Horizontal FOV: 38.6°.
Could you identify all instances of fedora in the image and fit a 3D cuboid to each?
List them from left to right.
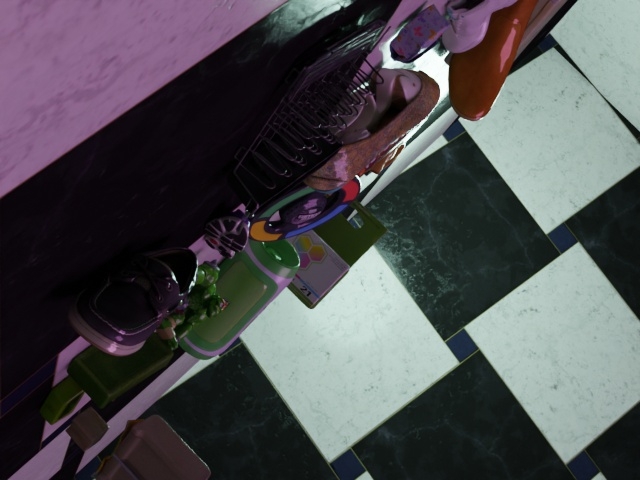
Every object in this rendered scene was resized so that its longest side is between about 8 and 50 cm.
[{"bbox_3d":[0.129,-0.203,2.032,0.194,0.079,0.194,-44,176,-4],"label":"fedora"}]

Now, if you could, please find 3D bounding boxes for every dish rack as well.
[{"bbox_3d":[-0.004,-0.164,1.177,0.208,0.074,0.271,-41,175,-44],"label":"dish rack"}]

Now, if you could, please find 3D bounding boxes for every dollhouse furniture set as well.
[{"bbox_3d":[-0.290,0.312,1.516,0.151,0.301,0.197,-35,168,-50],"label":"dollhouse furniture set"}]

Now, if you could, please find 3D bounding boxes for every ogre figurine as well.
[{"bbox_3d":[-0.225,0.102,1.542,0.118,0.097,0.197,-33,132,-43],"label":"ogre figurine"}]

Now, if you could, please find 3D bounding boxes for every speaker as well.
[{"bbox_3d":[-0.175,0.113,1.876,0.296,0.131,0.131,-46,175,23],"label":"speaker"}]

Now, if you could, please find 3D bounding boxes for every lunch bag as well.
[{"bbox_3d":[0.147,-0.306,1.379,0.071,0.053,0.083,-41,-176,-22],"label":"lunch bag"}]

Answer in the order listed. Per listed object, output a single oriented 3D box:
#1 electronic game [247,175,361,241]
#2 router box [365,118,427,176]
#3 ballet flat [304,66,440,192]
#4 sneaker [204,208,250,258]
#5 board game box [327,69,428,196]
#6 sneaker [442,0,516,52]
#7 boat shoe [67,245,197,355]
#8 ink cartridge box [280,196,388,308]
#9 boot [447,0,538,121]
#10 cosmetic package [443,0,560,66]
[{"bbox_3d":[-0.031,-0.060,1.657,0.229,0.048,0.229,-22,162,-8],"label":"electronic game"},{"bbox_3d":[0.178,-0.248,2.282,0.179,0.046,0.133,-47,175,31],"label":"router box"},{"bbox_3d":[0.087,-0.209,1.463,0.348,0.123,0.123,-44,176,-34],"label":"ballet flat"},{"bbox_3d":[-0.141,-0.024,1.438,0.071,0.068,0.170,-59,-172,-15],"label":"sneaker"},{"bbox_3d":[0.112,-0.210,1.817,0.281,0.027,0.145,-42,155,-25],"label":"board game box"},{"bbox_3d":[0.243,-0.382,1.529,0.094,0.080,0.212,-19,168,-27],"label":"sneaker"},{"bbox_3d":[-0.224,0.061,1.143,0.092,0.103,0.285,-51,178,13],"label":"boat shoe"},{"bbox_3d":[0.000,0.000,2.048,0.255,0.189,0.097,-46,174,-2],"label":"ink cartridge box"},{"bbox_3d":[0.317,-0.374,1.599,0.211,0.104,0.295,126,-17,-69],"label":"boot"},{"bbox_3d":[0.401,-0.461,1.893,0.160,0.113,0.309,-42,174,-31],"label":"cosmetic package"}]
